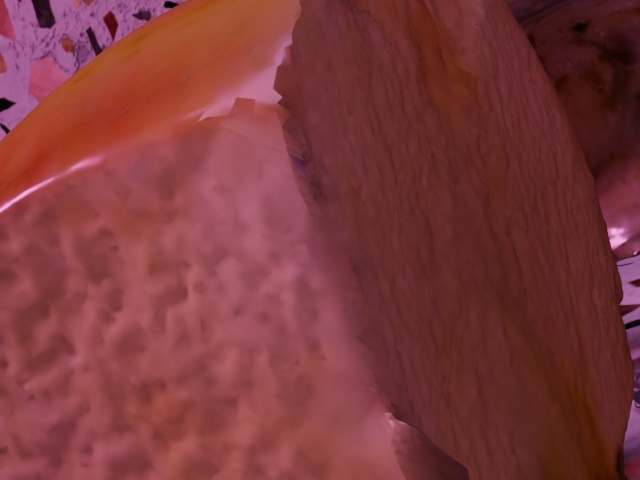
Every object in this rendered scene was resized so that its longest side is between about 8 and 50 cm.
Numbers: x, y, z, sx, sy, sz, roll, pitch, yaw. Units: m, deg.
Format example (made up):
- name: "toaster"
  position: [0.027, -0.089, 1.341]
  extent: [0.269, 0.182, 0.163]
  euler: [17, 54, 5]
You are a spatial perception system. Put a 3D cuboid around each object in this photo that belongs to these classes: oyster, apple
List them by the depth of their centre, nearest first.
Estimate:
- name: "apple"
  position: [-0.003, 0.047, 0.608]
  extent: [0.252, 0.314, 0.309]
  euler: [30, 21, 6]
- name: "oyster"
  position: [0.127, -0.036, 0.897]
  extent: [0.337, 0.198, 0.133]
  euler: [-54, 4, 29]

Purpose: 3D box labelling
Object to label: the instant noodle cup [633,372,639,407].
- name: "instant noodle cup"
  position: [0.232, -0.006, 0.761]
  extent: [0.208, 0.125, 0.177]
  euler: [-15, 6, -3]
